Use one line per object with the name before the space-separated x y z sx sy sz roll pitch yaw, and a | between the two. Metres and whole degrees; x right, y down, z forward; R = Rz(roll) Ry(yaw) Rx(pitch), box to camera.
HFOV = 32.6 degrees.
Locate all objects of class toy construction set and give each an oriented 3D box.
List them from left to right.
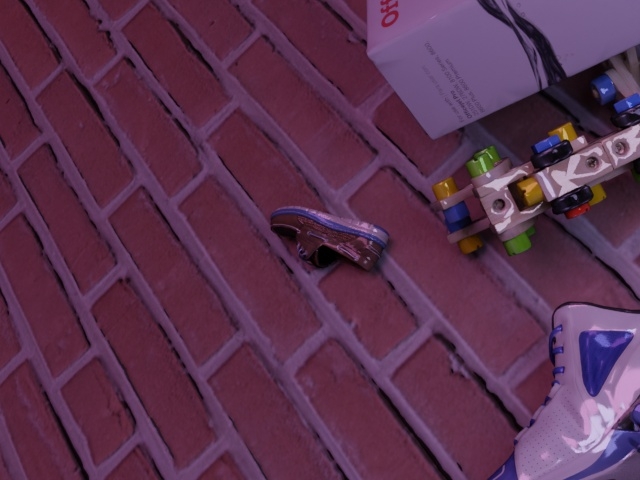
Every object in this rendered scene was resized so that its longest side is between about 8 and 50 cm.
toy construction set | 0.289 -0.098 1.267 0.327 0.215 0.151 -41 92 -1

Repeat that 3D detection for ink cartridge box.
ink cartridge box | 0.255 -0.332 1.296 0.395 0.166 0.285 -25 39 24

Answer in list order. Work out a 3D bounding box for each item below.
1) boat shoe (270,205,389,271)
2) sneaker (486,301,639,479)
boat shoe | 0.000 0.000 1.457 0.183 0.066 0.066 10 71 37
sneaker | 0.278 0.174 1.144 0.315 0.127 0.182 -37 45 1
